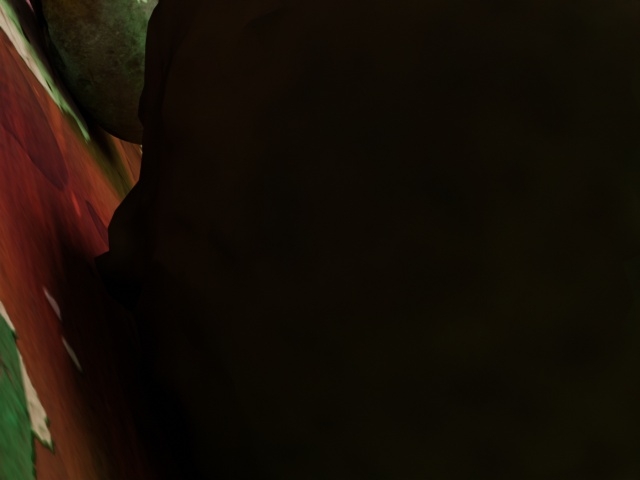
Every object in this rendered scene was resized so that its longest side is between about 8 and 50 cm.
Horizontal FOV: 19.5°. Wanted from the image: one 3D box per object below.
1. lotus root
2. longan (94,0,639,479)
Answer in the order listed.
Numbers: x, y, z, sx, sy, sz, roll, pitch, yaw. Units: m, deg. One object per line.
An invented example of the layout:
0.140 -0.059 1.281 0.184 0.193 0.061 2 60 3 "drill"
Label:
-0.123 -0.133 1.090 0.192 0.088 0.113 59 11 -52 "lotus root"
0.080 -0.016 0.858 0.391 0.391 0.391 63 3 -5 "longan"
